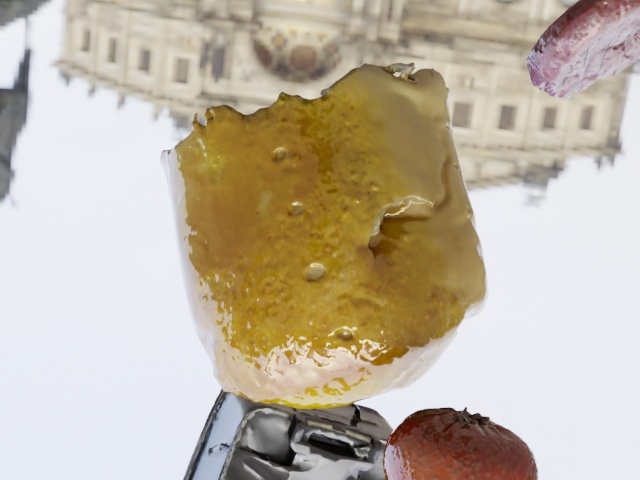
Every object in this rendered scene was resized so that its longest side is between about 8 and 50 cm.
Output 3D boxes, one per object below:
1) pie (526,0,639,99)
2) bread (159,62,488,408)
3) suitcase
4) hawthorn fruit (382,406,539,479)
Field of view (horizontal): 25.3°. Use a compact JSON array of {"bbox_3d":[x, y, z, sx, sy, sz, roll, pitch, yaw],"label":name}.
[{"bbox_3d":[0.230,-0.165,1.121,0.154,0.154,0.036,-14,-114,-47],"label":"pie"},{"bbox_3d":[0.000,0.000,1.643,0.361,0.394,0.250,-18,154,15],"label":"bread"},{"bbox_3d":[-0.058,0.402,1.934,0.283,0.434,0.194,17,-169,-18],"label":"suitcase"},{"bbox_3d":[0.113,0.309,1.446,0.165,0.286,0.165,23,179,0],"label":"hawthorn fruit"}]
